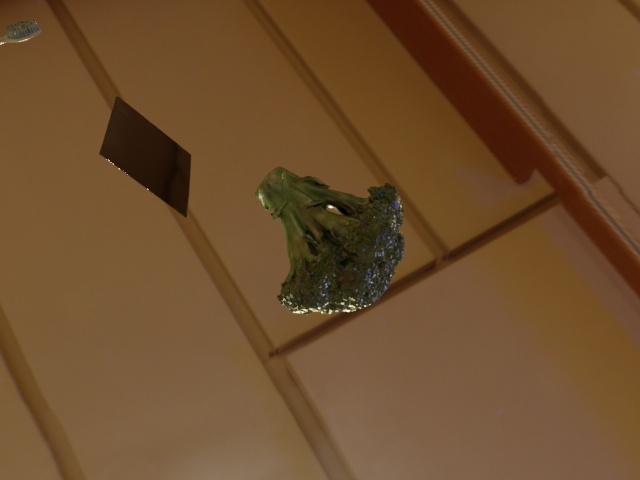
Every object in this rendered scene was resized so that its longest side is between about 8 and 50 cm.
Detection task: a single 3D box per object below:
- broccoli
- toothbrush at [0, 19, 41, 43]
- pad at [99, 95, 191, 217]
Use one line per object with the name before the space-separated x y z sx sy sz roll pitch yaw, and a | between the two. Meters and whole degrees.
broccoli | 0.000 0.000 1.215 0.269 0.254 0.269 32 -152 -19
toothbrush | -0.507 -0.252 0.995 0.269 0.027 0.021 -19 -124 -18
pad | -0.271 -0.138 1.200 0.004 0.164 0.243 -43 -153 17
